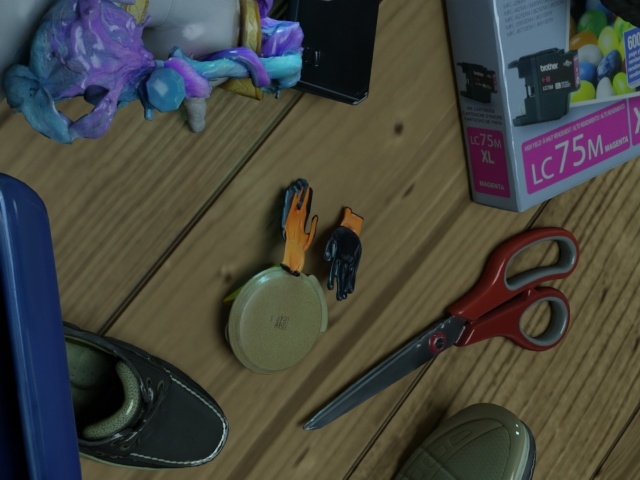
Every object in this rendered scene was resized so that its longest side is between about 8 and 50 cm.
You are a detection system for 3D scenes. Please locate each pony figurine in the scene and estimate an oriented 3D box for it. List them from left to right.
[{"bbox_3d":[-0.117,-0.195,0.627,0.363,0.303,0.351,-3,134,-41],"label":"pony figurine"}]

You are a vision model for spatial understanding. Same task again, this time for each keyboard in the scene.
[{"bbox_3d":[0.000,-0.189,0.828,0.108,0.023,0.180,11,83,-45],"label":"keyboard"}]

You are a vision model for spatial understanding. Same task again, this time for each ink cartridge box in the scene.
[{"bbox_3d":[0.181,-0.197,0.958,0.186,0.065,0.311,-24,112,-32],"label":"ink cartridge box"}]

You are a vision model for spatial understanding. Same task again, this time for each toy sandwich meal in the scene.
[{"bbox_3d":[-0.033,0.053,0.867,0.085,0.029,0.085,-8,104,-33],"label":"toy sandwich meal"}]

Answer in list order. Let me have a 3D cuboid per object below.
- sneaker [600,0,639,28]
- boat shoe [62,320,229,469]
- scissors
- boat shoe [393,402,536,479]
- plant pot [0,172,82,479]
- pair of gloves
[{"bbox_3d":[0.229,-0.349,0.871,0.182,0.158,0.410,-28,100,-49],"label":"sneaker"},{"bbox_3d":[-0.138,0.099,0.765,0.223,0.073,0.080,33,80,-37],"label":"boat shoe"},{"bbox_3d":[0.101,0.063,0.980,0.297,0.021,0.109,-14,110,-34],"label":"scissors"},{"bbox_3d":[0.094,0.265,0.969,0.092,0.103,0.285,27,87,-43],"label":"boat shoe"},{"bbox_3d":[-0.251,0.068,0.579,0.212,0.236,0.236,-18,111,-41],"label":"plant pot"},{"bbox_3d":[0.000,0.000,0.875,0.083,0.010,0.074,32,55,-39],"label":"pair of gloves"}]
